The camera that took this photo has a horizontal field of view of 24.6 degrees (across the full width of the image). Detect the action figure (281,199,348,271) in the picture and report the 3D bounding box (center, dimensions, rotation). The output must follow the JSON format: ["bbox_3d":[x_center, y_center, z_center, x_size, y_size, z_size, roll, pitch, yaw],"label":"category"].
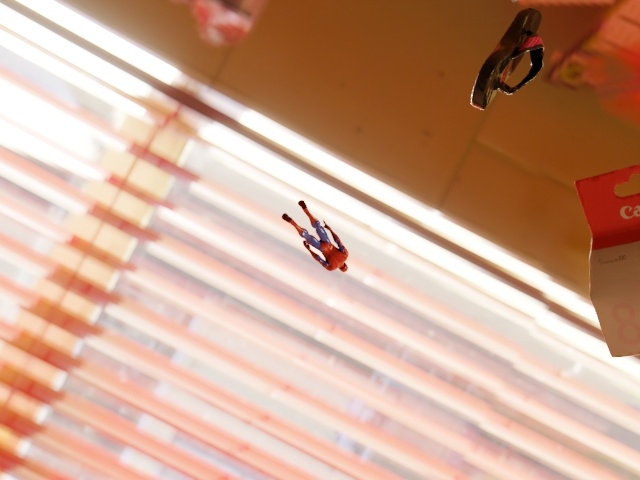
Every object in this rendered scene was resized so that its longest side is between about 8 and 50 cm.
[{"bbox_3d":[0.000,0.000,1.646,0.115,0.038,0.030,50,176,-37],"label":"action figure"}]

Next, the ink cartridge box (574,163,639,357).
[{"bbox_3d":[0.418,0.023,1.844,0.189,0.066,0.232,-15,102,44],"label":"ink cartridge box"}]

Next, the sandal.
[{"bbox_3d":[0.183,-0.164,1.364,0.040,0.067,0.179,19,-148,13],"label":"sandal"}]
